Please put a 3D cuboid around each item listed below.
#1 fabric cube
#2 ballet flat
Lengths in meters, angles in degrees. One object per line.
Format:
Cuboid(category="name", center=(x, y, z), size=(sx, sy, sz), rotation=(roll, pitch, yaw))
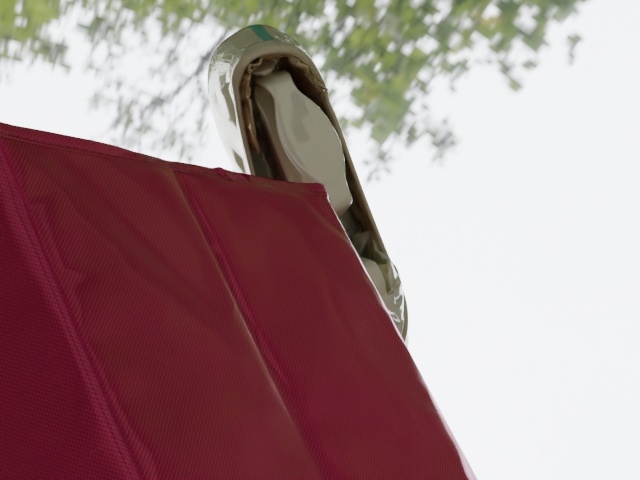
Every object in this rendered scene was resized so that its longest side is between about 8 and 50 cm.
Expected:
Cuboid(category="fabric cube", center=(-0.100, 0.133, 0.934), size=(0.259, 0.254, 0.258), rotation=(8, -132, -53))
Cuboid(category="ballet flat", center=(0.000, 0.000, 1.101), size=(0.086, 0.086, 0.248), rotation=(-23, -81, -21))
